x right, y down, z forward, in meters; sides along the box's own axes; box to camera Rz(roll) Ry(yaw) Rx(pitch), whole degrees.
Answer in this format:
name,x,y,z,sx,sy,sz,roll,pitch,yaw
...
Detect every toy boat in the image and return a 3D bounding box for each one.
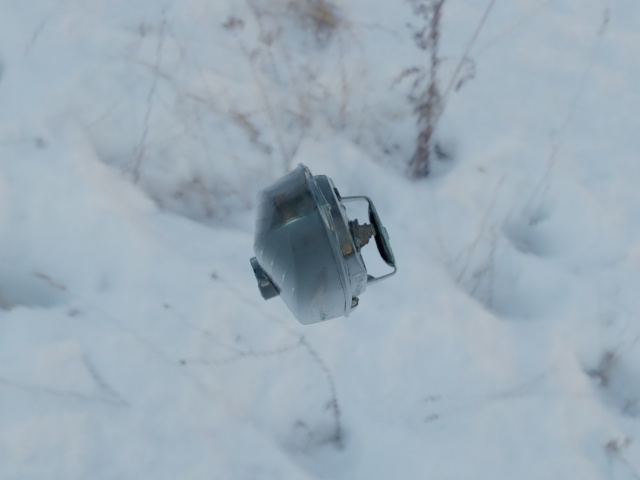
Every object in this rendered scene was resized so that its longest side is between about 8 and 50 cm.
name,x,y,z,sx,sy,sz,roll,pitch,yaw
toy boat,0.000,0.000,0.999,0.103,0.246,0.093,-20,80,-3
